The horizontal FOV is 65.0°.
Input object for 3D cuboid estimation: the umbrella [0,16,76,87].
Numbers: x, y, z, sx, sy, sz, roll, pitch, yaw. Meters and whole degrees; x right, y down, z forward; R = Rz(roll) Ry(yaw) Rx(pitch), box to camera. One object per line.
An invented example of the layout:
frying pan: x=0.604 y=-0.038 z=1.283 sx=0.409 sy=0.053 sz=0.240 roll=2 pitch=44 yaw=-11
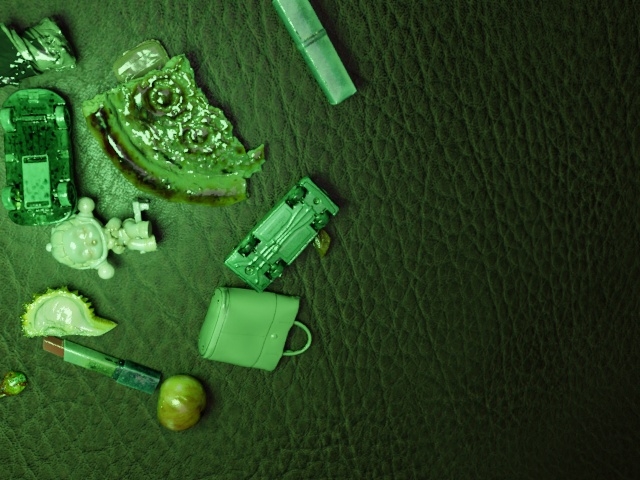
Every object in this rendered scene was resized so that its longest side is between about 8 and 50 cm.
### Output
umbrella: x=-0.707 y=-0.362 z=1.073 sx=0.357 sy=0.106 sz=0.113 roll=-26 pitch=90 yaw=-4

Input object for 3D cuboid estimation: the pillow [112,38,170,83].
pillow: x=-0.388 y=-0.360 z=1.198 sx=0.135 sy=0.034 sz=0.211 roll=-29 pitch=109 yaw=0

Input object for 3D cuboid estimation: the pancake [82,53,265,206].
pancake: x=-0.332 y=-0.225 z=1.209 sx=0.304 sy=0.067 sz=0.427 roll=-40 pitch=119 yaw=4

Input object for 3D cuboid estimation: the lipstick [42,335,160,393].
lipstick: x=-0.579 y=0.323 z=1.321 sx=0.312 sy=0.051 sz=0.051 roll=26 pitch=98 yaw=-19

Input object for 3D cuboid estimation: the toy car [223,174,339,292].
toy car: x=-0.105 y=-0.021 z=1.327 sx=0.141 sy=0.097 sz=0.321 roll=43 pitch=92 yaw=-20

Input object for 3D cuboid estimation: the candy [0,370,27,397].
candy: x=-0.829 y=0.409 z=1.285 sx=0.201 sy=0.060 sz=0.060 roll=-42 pitch=111 yaw=7

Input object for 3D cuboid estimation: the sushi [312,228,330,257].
sushi: x=0.000 y=0.000 z=1.391 sx=0.050 sy=0.047 sz=0.100 roll=-13 pitch=91 yaw=-23

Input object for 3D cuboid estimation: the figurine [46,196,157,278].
figurine: x=-0.531 y=-0.014 z=1.207 sx=0.256 sy=0.145 sz=0.182 roll=-9 pitch=127 yaw=-15

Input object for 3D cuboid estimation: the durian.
durian: x=-0.628 y=0.186 z=1.262 sx=0.224 sy=0.078 sz=0.141 roll=21 pitch=86 yaw=-29

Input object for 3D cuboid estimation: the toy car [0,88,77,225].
toy car: x=-0.626 y=-0.180 z=1.136 sx=0.136 sy=0.125 sz=0.306 roll=-6 pitch=84 yaw=-8

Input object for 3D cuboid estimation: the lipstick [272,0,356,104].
lipstick: x=-0.012 y=-0.475 z=1.242 sx=0.076 sy=0.077 sz=0.290 roll=-34 pitch=111 yaw=-5

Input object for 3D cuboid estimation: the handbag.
handbag: x=-0.170 y=0.250 z=1.409 sx=0.315 sy=0.109 sz=0.241 roll=15 pitch=102 yaw=-31

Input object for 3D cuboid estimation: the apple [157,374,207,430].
apple: x=-0.373 y=0.439 z=1.361 sx=0.146 sy=0.146 sz=0.147 roll=-4 pitch=105 yaw=-14
